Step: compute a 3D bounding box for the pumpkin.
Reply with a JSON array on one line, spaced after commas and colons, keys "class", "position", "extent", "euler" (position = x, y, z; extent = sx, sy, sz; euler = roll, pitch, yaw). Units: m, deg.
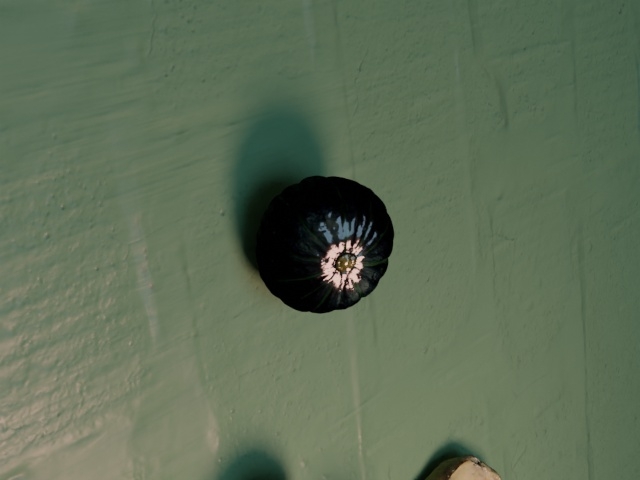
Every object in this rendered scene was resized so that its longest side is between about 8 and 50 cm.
[{"class": "pumpkin", "position": [0.005, 0.007, 1.231], "extent": [0.194, 0.150, 0.194], "euler": [-3, 95, -37]}]

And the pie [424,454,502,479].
[{"class": "pie", "position": [0.241, 0.530, 1.637], "extent": [0.337, 0.075, 0.337], "euler": [-2, 93, -47]}]
